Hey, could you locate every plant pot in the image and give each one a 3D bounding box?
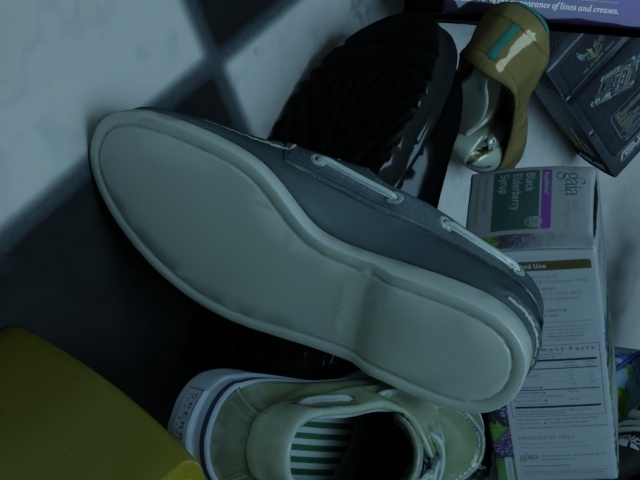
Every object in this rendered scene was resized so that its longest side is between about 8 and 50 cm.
[{"bbox_3d":[-0.164,0.201,0.900,0.212,0.187,0.212,-37,122,-39],"label":"plant pot"}]

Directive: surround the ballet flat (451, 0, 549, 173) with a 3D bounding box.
[{"bbox_3d":[0.123,-0.102,1.214,0.073,0.080,0.232,-49,163,-22],"label":"ballet flat"}]

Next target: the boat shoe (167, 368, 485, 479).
[{"bbox_3d":[0.029,0.139,0.997,0.302,0.094,0.109,8,95,-52],"label":"boat shoe"}]

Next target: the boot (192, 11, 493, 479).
[{"bbox_3d":[0.059,0.031,1.171,0.260,0.131,0.348,35,75,-44],"label":"boot"}]

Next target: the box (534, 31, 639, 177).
[{"bbox_3d":[0.293,-0.194,1.384,0.231,0.056,0.183,-48,137,-1],"label":"box"}]

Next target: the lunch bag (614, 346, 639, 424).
[{"bbox_3d":[0.241,0.212,1.443,0.176,0.090,0.219,-22,113,-46],"label":"lunch bag"}]

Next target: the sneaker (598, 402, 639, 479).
[{"bbox_3d":[0.339,0.163,1.349,0.257,0.169,0.447,24,83,-49],"label":"sneaker"}]

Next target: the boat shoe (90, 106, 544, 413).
[{"bbox_3d":[0.000,0.000,1.003,0.099,0.319,0.116,-46,160,-54],"label":"boat shoe"}]

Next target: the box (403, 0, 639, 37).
[{"bbox_3d":[0.208,-0.258,1.224,0.261,0.103,0.184,2,93,-15],"label":"box"}]

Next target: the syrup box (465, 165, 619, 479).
[{"bbox_3d":[0.166,0.066,1.136,0.093,0.096,0.237,-79,160,-49],"label":"syrup box"}]
